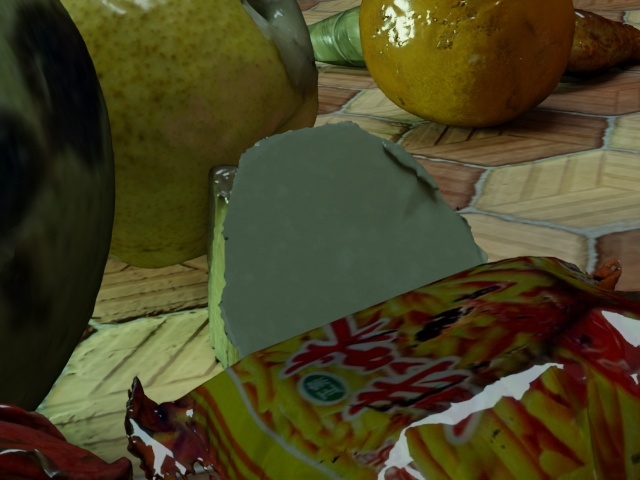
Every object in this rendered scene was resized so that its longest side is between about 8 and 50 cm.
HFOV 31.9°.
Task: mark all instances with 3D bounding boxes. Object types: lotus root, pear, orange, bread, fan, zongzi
[{"bbox_3d":[-0.020,0.029,0.694,0.095,0.135,0.159,-11,33,-19],"label":"lotus root"},{"bbox_3d":[-0.137,-0.113,0.810,0.271,0.271,0.271,-5,19,2],"label":"pear"},{"bbox_3d":[0.161,-0.238,1.247,0.240,0.240,0.240,-5,19,2],"label":"orange"},{"bbox_3d":[0.341,-0.263,1.472,0.269,0.095,0.139,-17,29,-41],"label":"bread"},{"bbox_3d":[0.082,0.027,0.667,0.310,0.182,0.010,9,-19,-26],"label":"fan"},{"bbox_3d":[0.071,-0.312,1.713,0.204,0.094,0.205,0,14,42],"label":"zongzi"}]

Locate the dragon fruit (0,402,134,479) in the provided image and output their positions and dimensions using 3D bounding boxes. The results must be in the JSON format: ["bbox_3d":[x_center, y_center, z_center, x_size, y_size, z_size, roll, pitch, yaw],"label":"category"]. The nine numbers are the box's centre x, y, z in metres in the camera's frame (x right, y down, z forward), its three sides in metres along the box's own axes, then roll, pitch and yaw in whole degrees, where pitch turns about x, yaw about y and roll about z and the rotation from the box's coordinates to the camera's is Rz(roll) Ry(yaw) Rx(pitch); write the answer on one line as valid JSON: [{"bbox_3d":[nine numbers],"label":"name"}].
[{"bbox_3d":[-0.117,0.128,0.330,0.172,0.172,0.209,-23,11,-42],"label":"dragon fruit"}]

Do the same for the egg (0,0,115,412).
[{"bbox_3d":[-0.292,-0.006,0.503,0.345,0.345,0.428,9,29,37],"label":"egg"}]

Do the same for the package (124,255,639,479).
[{"bbox_3d":[0.069,0.084,0.503,0.288,0.108,0.223,-21,18,-15],"label":"package"}]
